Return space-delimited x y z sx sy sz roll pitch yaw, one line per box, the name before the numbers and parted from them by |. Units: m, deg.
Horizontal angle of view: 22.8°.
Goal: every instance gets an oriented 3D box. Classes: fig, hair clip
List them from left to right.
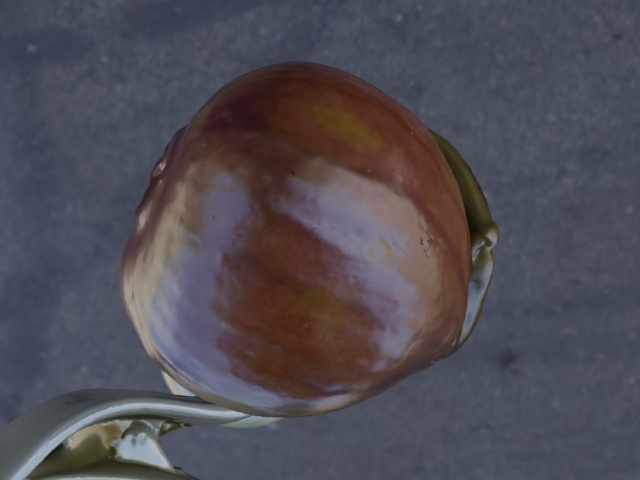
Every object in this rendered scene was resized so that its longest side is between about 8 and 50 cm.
hair clip | -0.156 0.154 1.152 0.282 0.113 0.172 -2 178 -17
fig | -0.001 0.001 0.834 0.205 0.205 0.205 10 143 8

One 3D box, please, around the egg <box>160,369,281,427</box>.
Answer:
egg | -0.094 0.127 1.874 0.186 0.186 0.253 38 161 -27
